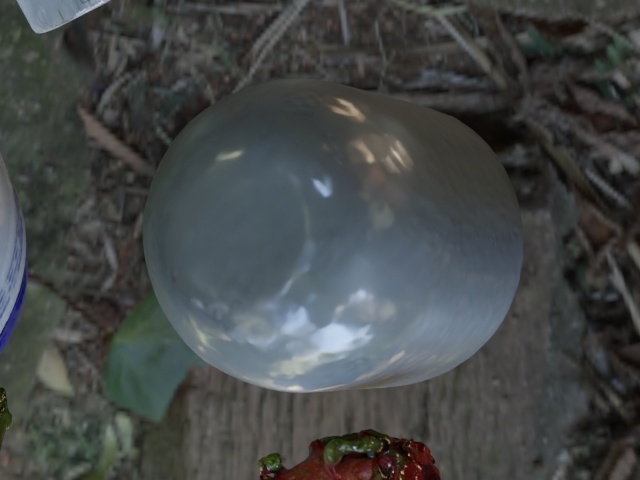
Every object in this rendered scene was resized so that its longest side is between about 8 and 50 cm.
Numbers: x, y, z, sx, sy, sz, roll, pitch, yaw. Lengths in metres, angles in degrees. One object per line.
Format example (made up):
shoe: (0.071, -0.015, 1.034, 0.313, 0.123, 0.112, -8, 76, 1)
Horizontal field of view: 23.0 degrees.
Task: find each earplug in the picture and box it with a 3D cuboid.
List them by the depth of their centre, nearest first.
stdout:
earplug: (0.000, 0.000, 1.533, 0.312, 0.394, 0.313, -1, 89, 22)

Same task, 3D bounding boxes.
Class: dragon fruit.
dragon fruit: (0.026, 0.259, 1.512, 0.172, 0.166, 0.160, -12, 104, 20)

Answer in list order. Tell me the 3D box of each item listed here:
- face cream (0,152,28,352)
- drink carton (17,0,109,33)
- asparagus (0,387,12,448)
face cream: (-0.266, 0.001, 0.857, 0.206, 0.206, 0.111, 5, 162, -5)
drink carton: (-0.162, -0.277, 1.271, 0.102, 0.222, 0.134, -18, 106, 46)
asparagus: (-0.167, 0.125, 0.763, 0.025, 0.108, 0.021, 1, 173, 31)
